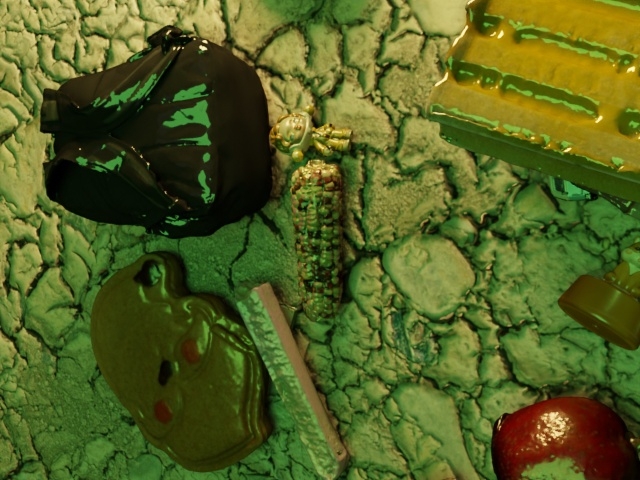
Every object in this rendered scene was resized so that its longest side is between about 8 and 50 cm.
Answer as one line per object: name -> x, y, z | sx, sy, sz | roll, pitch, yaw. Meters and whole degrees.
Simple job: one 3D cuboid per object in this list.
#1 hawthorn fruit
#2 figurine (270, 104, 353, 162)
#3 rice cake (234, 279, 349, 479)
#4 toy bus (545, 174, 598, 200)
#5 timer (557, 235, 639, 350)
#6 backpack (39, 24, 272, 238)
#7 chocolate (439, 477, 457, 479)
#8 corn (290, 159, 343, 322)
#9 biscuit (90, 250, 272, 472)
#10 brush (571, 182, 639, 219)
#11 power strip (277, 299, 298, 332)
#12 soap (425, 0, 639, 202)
hawthorn fruit -> 0.385, 0.338, 1.274 | 0.249, 0.215, 0.215 | -28, 84, 19
figurine -> -0.016, -0.185, 1.473 | 0.143, 0.068, 0.102 | -15, 67, 7
rice cake -> -0.049, 0.248, 1.523 | 0.064, 0.070, 0.399 | -25, 91, 18
toy bus -> 0.379, -0.118, 1.287 | 0.074, 0.060, 0.123 | -6, 92, 30
timer -> 0.448, 0.066, 1.259 | 0.132, 0.132, 0.152 | 33, 87, 19
backpack -> -0.317, -0.177, 1.521 | 0.445, 0.254, 0.364 | -7, 87, 30
chocolate -> 0.233, 0.529, 1.432 | 0.157, 0.080, 0.254 | -36, 82, 10
corn -> 0.000, 0.000, 1.477 | 0.092, 0.092, 0.281 | 2, 102, 26
biscuit -> -0.277, 0.248, 1.645 | 0.455, 0.078, 0.350 | 38, 119, 18
brush -> 0.499, -0.018, 1.222 | 0.301, 0.071, 0.084 | 31, 103, 9
power strip -> -0.080, 0.178, 1.572 | 0.050, 0.019, 0.136 | 20, 105, 20
soap -> 0.355, -0.239, 1.189 | 0.334, 0.156, 0.294 | 19, 85, 22
